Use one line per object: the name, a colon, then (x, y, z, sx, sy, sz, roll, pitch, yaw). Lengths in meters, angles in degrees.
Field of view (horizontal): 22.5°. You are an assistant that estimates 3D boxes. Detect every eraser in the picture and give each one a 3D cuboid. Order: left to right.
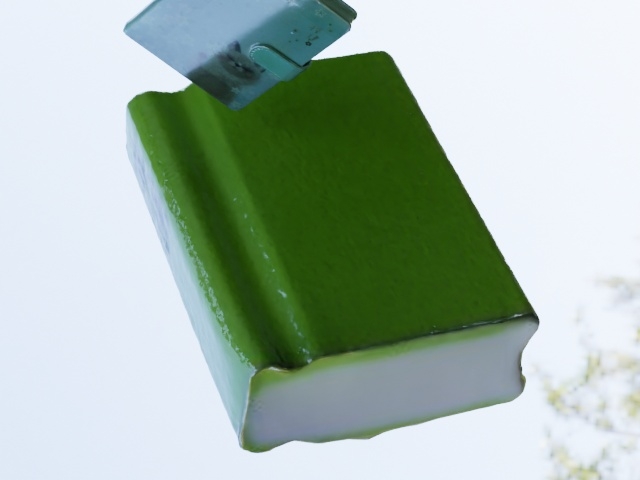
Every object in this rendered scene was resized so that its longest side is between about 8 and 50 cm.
eraser: (0.000, 0.000, 1.096, 0.210, 0.274, 0.092, -11, -38, -15)

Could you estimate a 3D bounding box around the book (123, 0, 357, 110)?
book: (-0.051, -0.137, 1.030, 0.103, 0.135, 0.017, 34, -128, -22)
